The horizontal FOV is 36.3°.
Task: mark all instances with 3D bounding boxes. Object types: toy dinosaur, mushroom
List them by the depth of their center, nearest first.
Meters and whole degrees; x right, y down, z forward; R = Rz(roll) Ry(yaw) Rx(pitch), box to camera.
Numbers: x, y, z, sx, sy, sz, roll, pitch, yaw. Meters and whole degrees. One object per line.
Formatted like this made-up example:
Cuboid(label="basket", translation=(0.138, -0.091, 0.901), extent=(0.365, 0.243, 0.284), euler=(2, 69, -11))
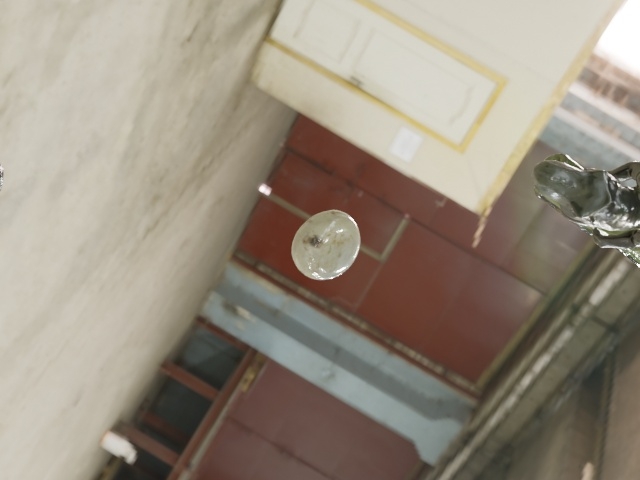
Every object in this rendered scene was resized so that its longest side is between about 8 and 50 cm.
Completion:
Cuboid(label="toy dinosaur", translation=(0.225, -0.022, 0.553), extent=(0.179, 0.187, 0.087), euler=(-108, -175, -85))
Cuboid(label="mushroom", translation=(0.000, 0.000, 1.125), extent=(0.085, 0.079, 0.085), euler=(-19, 126, -29))

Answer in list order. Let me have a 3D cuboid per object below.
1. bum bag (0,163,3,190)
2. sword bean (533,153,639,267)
Cuboid(label="bum bag", translation=(-0.316, 0.022, 0.735), extent=(0.060, 0.123, 0.248), euler=(-13, 125, -60))
Cuboid(label="sword bean", translation=(0.265, 0.022, 0.724), extent=(0.038, 0.269, 0.043), euler=(-50, -160, 20))
